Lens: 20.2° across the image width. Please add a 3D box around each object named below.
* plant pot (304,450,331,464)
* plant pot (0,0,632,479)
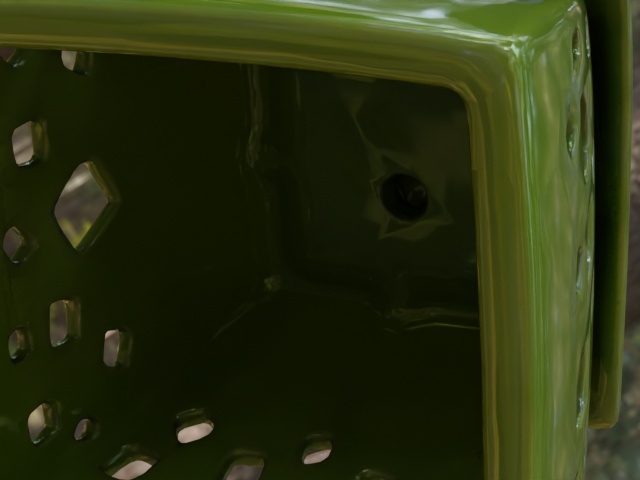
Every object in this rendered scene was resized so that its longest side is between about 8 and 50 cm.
[{"bbox_3d":[0.050,0.269,1.210,0.291,0.291,0.203,33,-61,54],"label":"plant pot"},{"bbox_3d":[0.000,0.000,0.654,0.227,0.207,0.228,7,-67,23],"label":"plant pot"}]
